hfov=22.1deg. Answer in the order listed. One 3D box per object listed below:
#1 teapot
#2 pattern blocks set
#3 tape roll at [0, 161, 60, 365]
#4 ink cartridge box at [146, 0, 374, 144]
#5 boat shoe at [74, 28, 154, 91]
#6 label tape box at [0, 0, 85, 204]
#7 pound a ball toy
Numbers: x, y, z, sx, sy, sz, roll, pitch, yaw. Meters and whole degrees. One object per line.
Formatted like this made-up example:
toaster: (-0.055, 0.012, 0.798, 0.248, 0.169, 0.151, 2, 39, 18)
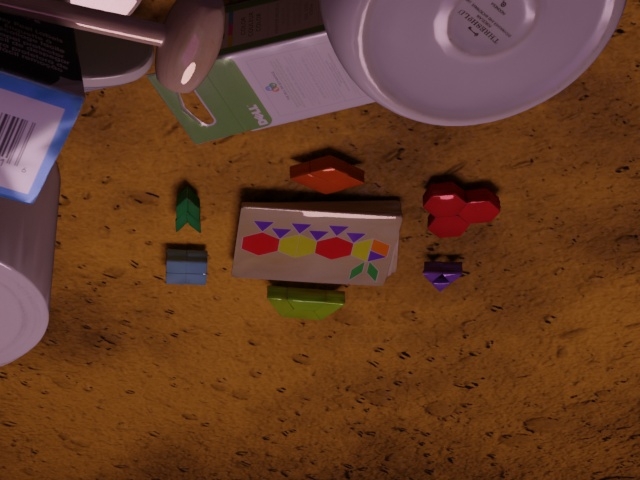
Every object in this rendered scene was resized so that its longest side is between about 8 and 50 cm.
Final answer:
teapot: (0.101, -0.228, 1.260, 0.252, 0.187, 0.256, -10, 138, -9)
pattern blocks set: (0.000, 0.000, 1.737, 0.324, 0.026, 0.285, 8, 145, -13)
tape roll: (-0.381, 0.000, 1.600, 0.246, 0.169, 0.246, -1, 145, 0)
ink cartridge box: (-0.037, -0.161, 1.465, 0.209, 0.062, 0.109, -12, 144, 17)
boat shoe: (-0.257, -0.161, 1.457, 0.227, 0.079, 0.081, 2, 155, 4)
label tape box: (-0.320, -0.185, 1.236, 0.240, 0.334, 0.106, 16, 119, -24)
pound a ball toy: (-0.212, -0.256, 1.190, 0.319, 0.208, 0.136, 20, 118, -27)
